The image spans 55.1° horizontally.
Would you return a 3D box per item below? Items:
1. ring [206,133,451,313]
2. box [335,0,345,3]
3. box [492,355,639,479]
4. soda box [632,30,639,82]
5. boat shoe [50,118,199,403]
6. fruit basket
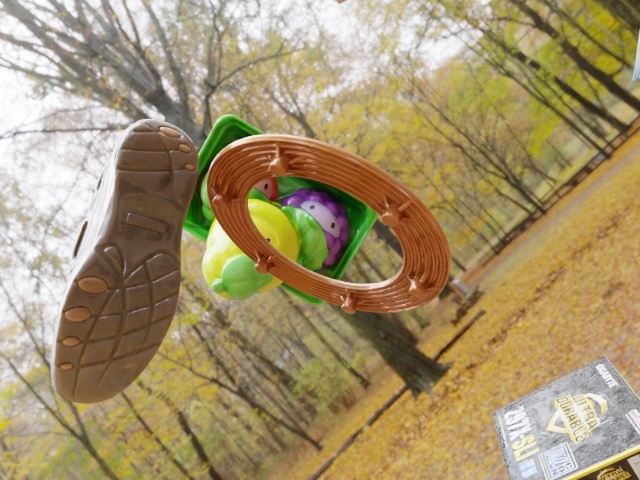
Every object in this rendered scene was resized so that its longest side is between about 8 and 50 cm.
[{"bbox_3d":[0.000,0.000,0.787,0.032,0.336,0.337,-64,2,-31],"label":"ring"},{"bbox_3d":[0.077,-0.522,0.986,0.300,0.142,0.154,-44,-16,-37],"label":"box"},{"bbox_3d":[0.452,0.348,1.087,0.257,0.079,0.322,-33,4,14],"label":"box"},{"bbox_3d":[0.528,-0.335,0.936,0.058,0.062,0.183,-21,-63,-78],"label":"soda box"},{"bbox_3d":[-0.248,0.025,0.781,0.130,0.132,0.356,-7,64,59],"label":"boat shoe"},{"bbox_3d":[-0.102,-0.038,1.181,0.283,0.392,0.392,-59,-12,7],"label":"fruit basket"}]
